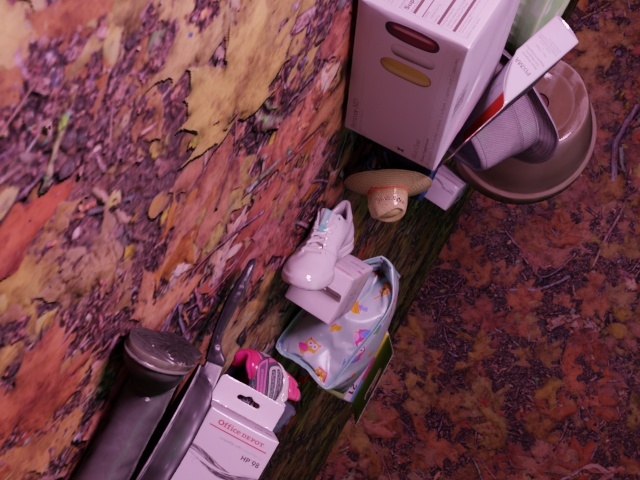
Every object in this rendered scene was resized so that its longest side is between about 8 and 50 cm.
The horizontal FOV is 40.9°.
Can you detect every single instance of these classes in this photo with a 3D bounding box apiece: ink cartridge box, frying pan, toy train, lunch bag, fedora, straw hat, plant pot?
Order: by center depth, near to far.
[{"bbox_3d":[-0.161,0.193,1.080,0.326,0.053,0.197,-62,-174,-30],"label":"frying pan"},{"bbox_3d":[-0.128,0.279,1.123,0.180,0.104,0.060,-60,-170,-3],"label":"ink cartridge box"},{"bbox_3d":[0.248,-0.206,1.251,0.232,0.066,0.189,-37,176,-13],"label":"ink cartridge box"},{"bbox_3d":[0.107,-0.063,1.366,0.144,0.144,0.061,70,21,-74],"label":"straw hat"},{"bbox_3d":[0.013,0.071,1.437,0.090,0.092,0.143,-63,166,15],"label":"ink cartridge box"},{"bbox_3d":[0.267,-0.217,1.474,0.124,0.275,0.243,-35,-171,-14],"label":"fedora"},{"bbox_3d":[0.054,0.144,1.617,0.262,0.160,0.223,-54,166,-3],"label":"lunch bag"},{"bbox_3d":[0.441,-0.255,1.807,0.323,0.323,0.280,-60,173,-4],"label":"plant pot"},{"bbox_3d":[-0.006,0.254,1.871,0.125,0.046,0.166,-54,166,-30],"label":"toy train"},{"bbox_3d":[0.072,0.266,1.908,0.189,0.097,0.255,-63,-173,10],"label":"ink cartridge box"},{"bbox_3d":[0.270,-0.132,1.949,0.063,0.109,0.150,-60,168,21],"label":"ink cartridge box"}]

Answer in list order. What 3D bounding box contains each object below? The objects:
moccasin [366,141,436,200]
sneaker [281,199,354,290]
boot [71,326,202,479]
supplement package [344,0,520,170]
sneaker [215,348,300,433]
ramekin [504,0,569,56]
[{"bbox_3d":[0.145,-0.165,1.395,0.342,0.116,0.138,78,35,-73],"label":"moccasin"},{"bbox_3d":[0.000,0.000,1.308,0.212,0.080,0.094,-52,155,-61],"label":"sneaker"},{"bbox_3d":[-0.212,0.198,0.915,0.208,0.076,0.189,-53,168,-3],"label":"boot"},{"bbox_3d":[0.148,-0.259,1.108,0.204,0.145,0.262,-56,166,-24],"label":"supplement package"},{"bbox_3d":[-0.166,0.278,1.200,0.299,0.121,0.112,-50,131,-13],"label":"sneaker"},{"bbox_3d":[0.354,-0.463,1.454,0.303,0.148,0.303,-56,167,-20],"label":"ramekin"}]
